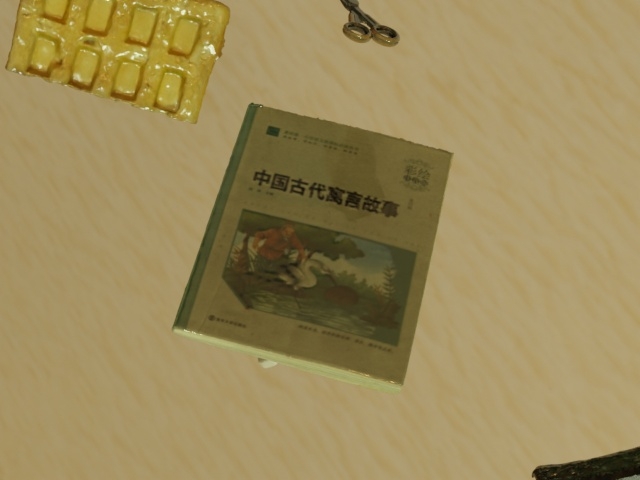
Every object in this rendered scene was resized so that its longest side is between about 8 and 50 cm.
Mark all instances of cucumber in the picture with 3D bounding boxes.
[{"bbox_3d":[0.335,0.254,1.494,0.220,0.070,0.046,-14,-164,13],"label":"cucumber"}]

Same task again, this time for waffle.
[{"bbox_3d":[-0.269,-0.270,1.910,0.057,0.274,0.168,-127,-128,-77],"label":"waffle"}]

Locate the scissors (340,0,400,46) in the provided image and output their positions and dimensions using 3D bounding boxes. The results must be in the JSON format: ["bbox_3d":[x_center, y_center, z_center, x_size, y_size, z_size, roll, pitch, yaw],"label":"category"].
[{"bbox_3d":[0.048,-0.348,2.126,0.088,0.220,0.017,2,125,-23],"label":"scissors"}]

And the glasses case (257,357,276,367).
[{"bbox_3d":[-0.049,0.113,1.617,0.032,0.021,0.083,-22,-152,27],"label":"glasses case"}]

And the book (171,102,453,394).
[{"bbox_3d":[0.000,0.000,1.313,0.215,0.282,0.025,14,141,-1],"label":"book"}]
